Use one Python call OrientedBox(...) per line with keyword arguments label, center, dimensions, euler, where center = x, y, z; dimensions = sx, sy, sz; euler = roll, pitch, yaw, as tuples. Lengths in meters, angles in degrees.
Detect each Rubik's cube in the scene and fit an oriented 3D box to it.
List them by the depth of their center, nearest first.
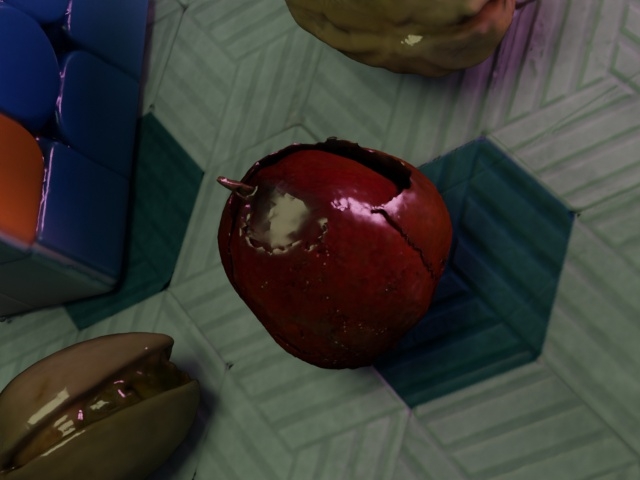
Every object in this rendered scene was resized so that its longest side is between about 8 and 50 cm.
OrientedBox(label="Rubik's cube", center=(-0.348, -0.108, 1.219), dimensions=(0.291, 0.290, 0.291), euler=(-13, 63, 35))

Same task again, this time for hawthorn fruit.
OrientedBox(label="hawthorn fruit", center=(0.000, 0.000, 0.956), dimensions=(0.148, 0.172, 0.148), euler=(-45, 26, 29))

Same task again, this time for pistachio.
OrientedBox(label="pistachio", center=(-0.173, 0.138, 1.080), dimensions=(0.185, 0.124, 0.124), euler=(-31, 51, 5))

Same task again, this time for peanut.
OrientedBox(label="peanut", center=(0.028, -0.228, 1.064), dimensions=(0.149, 0.149, 0.313), euler=(-42, 49, 17))
